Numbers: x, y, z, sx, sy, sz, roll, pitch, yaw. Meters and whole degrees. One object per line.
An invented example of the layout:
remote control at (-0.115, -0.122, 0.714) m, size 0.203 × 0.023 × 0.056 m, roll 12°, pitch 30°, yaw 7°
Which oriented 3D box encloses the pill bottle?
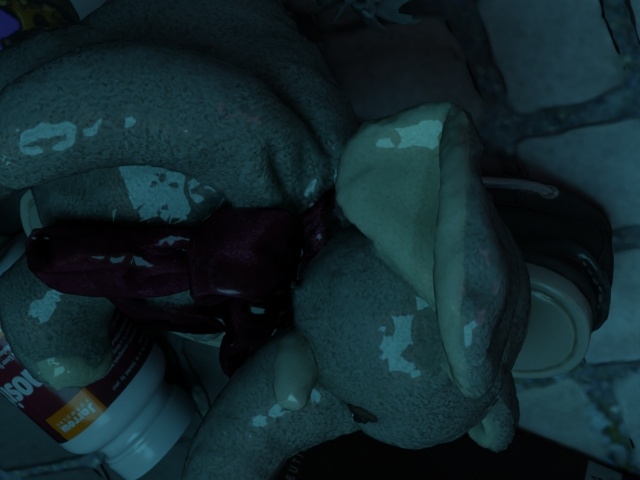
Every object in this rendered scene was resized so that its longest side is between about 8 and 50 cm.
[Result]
pill bottle at (-0.151, 0.073, 1.125) m, size 0.152 × 0.086 × 0.086 m, roll 43°, pitch 123°, yaw -12°

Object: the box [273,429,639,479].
box at (0.106, 0.218, 1.079) m, size 0.381 × 0.191 × 0.143 m, roll 21°, pitch 124°, yaw 2°

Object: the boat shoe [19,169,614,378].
boat shoe at (0.000, 0.000, 1.045) m, size 0.335 × 0.095 × 0.112 m, roll 11°, pitch 132°, yaw 16°

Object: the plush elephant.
plush elephant at (-0.021, 0.016, 0.845) m, size 0.330 × 0.272 × 0.255 m, roll -35°, pitch 65°, yaw 0°

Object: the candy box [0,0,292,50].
candy box at (-0.114, -0.146, 0.955) m, size 0.196 × 0.070 × 0.165 m, roll -38°, pitch 105°, yaw 13°
